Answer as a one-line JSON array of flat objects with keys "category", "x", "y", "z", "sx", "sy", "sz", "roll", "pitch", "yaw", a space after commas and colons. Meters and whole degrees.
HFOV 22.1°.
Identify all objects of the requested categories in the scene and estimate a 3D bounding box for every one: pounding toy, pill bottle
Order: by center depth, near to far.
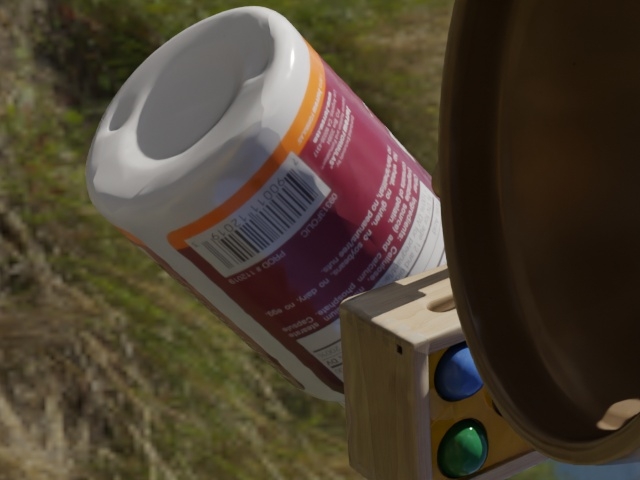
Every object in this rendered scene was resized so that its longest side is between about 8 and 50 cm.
[{"category": "pounding toy", "x": 0.112, "y": 0.050, "z": 1.085, "sx": 0.181, "sy": 0.094, "sz": 0.206, "roll": -18, "pitch": 117, "yaw": -29}, {"category": "pill bottle", "x": 0.000, "y": 0.000, "z": 1.442, "sx": 0.392, "sy": 0.224, "sz": 0.224, "roll": 45, "pitch": 41, "yaw": -35}]

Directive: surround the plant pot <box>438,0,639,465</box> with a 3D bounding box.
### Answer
[{"category": "plant pot", "x": 0.134, "y": -0.039, "z": 0.595, "sx": 0.237, "sy": 0.109, "sz": 0.237, "roll": -178, "pitch": -90, "yaw": -71}]
